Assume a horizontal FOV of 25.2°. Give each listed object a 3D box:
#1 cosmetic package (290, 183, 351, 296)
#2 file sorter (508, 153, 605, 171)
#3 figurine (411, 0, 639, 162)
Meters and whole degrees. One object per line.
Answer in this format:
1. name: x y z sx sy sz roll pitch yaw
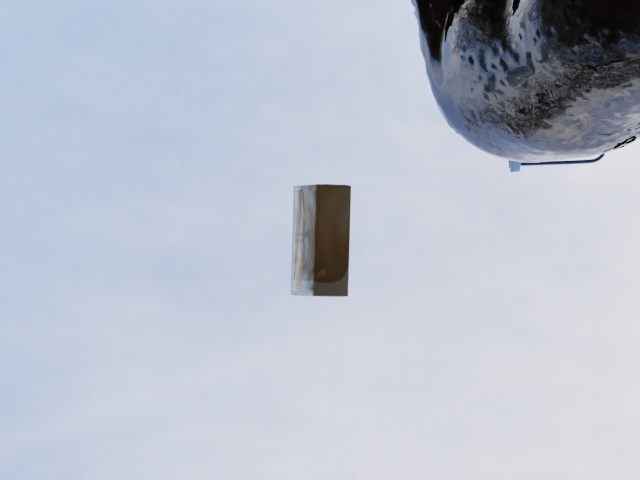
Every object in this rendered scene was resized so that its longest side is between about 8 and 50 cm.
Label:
1. cosmetic package: 0.000 0.000 1.464 0.041 0.060 0.115 2 -92 -27
2. file sorter: 0.238 -0.157 1.430 0.104 0.170 0.118 -3 -109 6
3. figurine: 0.166 -0.083 0.437 0.214 0.209 0.092 -18 -76 -17
